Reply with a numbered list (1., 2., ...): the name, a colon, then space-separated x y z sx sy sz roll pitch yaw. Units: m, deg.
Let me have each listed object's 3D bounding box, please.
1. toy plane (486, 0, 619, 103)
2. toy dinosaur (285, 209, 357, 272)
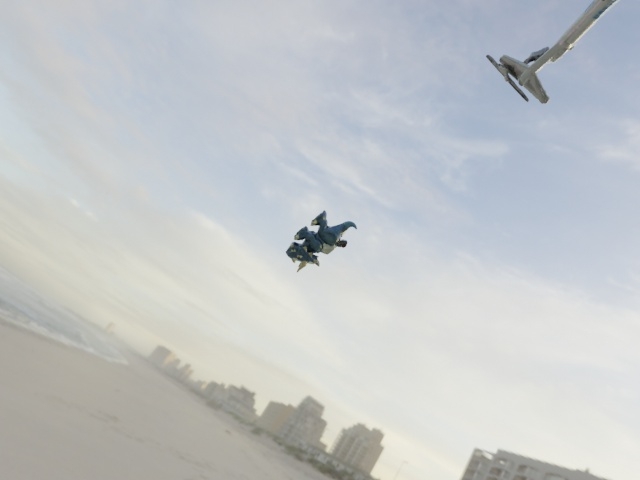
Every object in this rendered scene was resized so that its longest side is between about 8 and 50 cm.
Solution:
1. toy plane: 0.242 -0.198 0.382 0.182 0.107 0.273 46 -21 25
2. toy dinosaur: 0.000 0.000 0.602 0.047 0.083 0.030 49 7 -7
